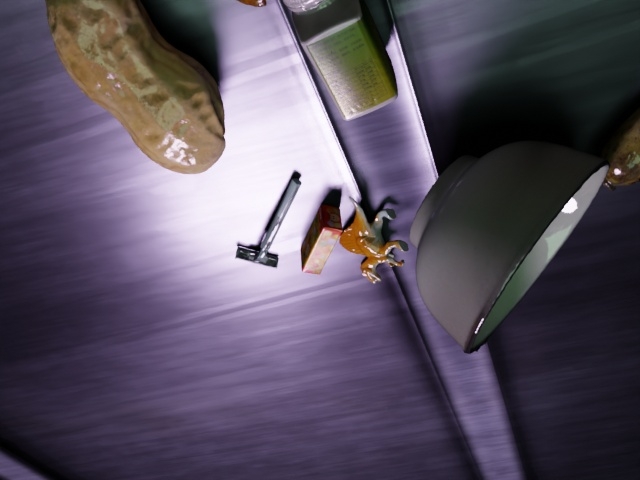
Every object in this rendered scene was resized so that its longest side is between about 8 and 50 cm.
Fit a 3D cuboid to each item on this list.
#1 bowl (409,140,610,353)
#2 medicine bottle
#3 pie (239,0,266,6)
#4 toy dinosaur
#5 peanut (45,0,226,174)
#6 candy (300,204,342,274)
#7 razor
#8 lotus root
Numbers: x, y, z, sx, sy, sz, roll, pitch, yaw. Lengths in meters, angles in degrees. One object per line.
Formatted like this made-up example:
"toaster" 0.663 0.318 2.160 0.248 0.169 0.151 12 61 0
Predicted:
"bowl" 0.264 -0.015 0.940 0.185 0.354 0.353 37 139 23
"medicine bottle" 0.022 -0.267 0.761 0.088 0.132 0.188 -20 132 17
"pie" -0.127 -0.375 0.718 0.088 0.033 0.191 -2 129 15
"toy dinosaur" 0.083 -0.006 1.094 0.142 0.057 0.212 -21 123 43
"peanut" -0.237 -0.218 0.799 0.149 0.149 0.313 -27 123 22
"candy" 0.000 0.000 1.076 0.038 0.062 0.122 12 133 -16
"razor" -0.081 -0.027 1.064 0.084 0.036 0.211 14 133 -19
"lotus root" 0.499 -0.153 0.934 0.089 0.080 0.179 -2 135 -32
